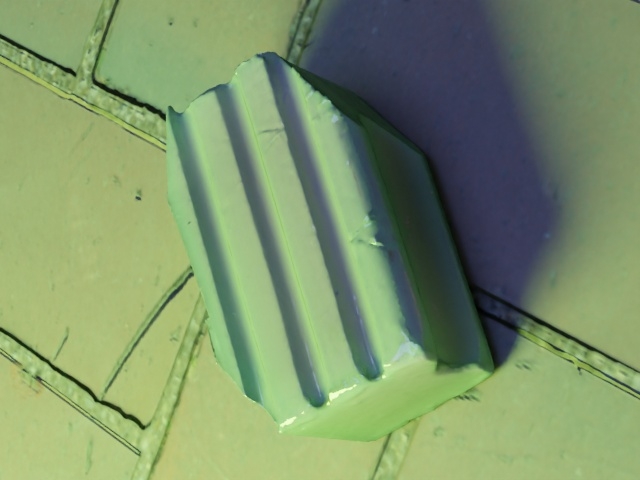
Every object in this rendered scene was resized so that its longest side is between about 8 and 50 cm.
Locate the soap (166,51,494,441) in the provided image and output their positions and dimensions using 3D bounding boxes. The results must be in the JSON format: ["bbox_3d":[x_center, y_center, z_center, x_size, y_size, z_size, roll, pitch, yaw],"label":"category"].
[{"bbox_3d":[0.000,0.000,1.112,0.145,0.091,0.230,-32,62,31],"label":"soap"}]
